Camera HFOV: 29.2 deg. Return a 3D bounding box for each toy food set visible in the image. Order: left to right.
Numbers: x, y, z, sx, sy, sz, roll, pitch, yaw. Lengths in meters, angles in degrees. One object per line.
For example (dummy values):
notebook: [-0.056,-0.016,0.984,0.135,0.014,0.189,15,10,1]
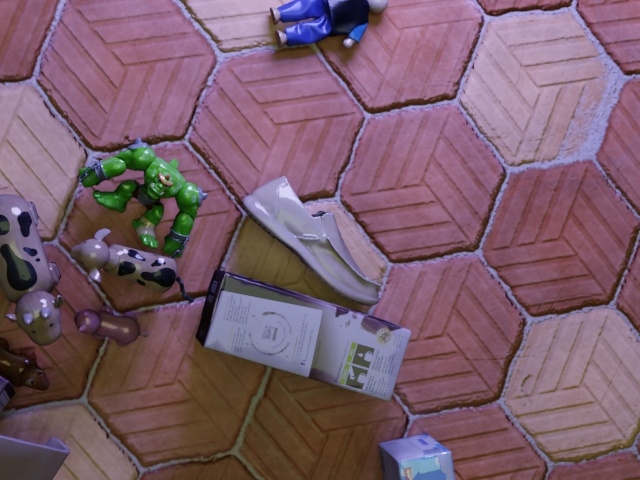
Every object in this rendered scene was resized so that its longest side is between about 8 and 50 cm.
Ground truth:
toy food set: [-0.491,0.353,1.714,0.092,0.306,0.220,31,85,20]

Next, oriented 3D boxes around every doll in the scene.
doll: [0.018,-0.364,1.946,0.188,0.046,0.129,-14,95,-9]

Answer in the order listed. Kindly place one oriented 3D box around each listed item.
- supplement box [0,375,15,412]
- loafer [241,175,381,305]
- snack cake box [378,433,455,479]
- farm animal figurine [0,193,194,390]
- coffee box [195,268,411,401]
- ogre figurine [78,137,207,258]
supplement box: [-0.541,0.262,1.774,0.104,0.081,0.188,31,71,4]
loafer: [0.000,0.000,1.926,0.268,0.102,0.092,40,91,-8]
snack cake box: [0.166,0.454,1.943,0.089,0.152,0.265,-9,94,-10]
farm animal figurine: [-0.403,0.058,1.819,0.330,0.172,0.327,-38,97,-7]
coffee box: [-0.032,0.142,1.891,0.297,0.168,0.119,17,89,-11]
ogre figurine: [-0.264,-0.073,1.886,0.197,0.097,0.118,44,102,6]
